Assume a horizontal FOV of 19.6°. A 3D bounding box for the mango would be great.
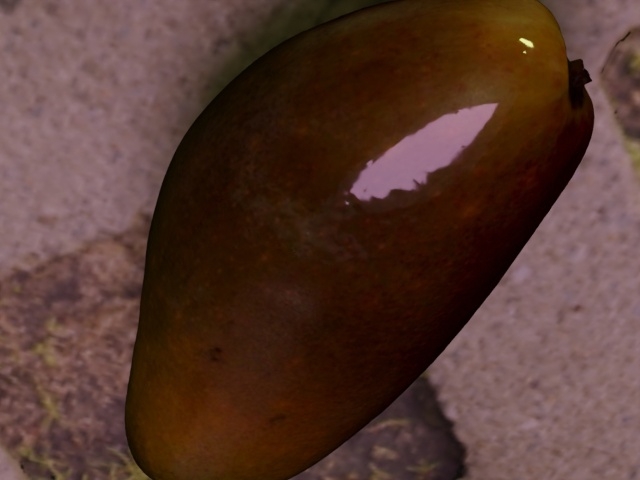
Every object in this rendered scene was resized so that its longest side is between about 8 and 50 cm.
[{"bbox_3d":[0.000,0.000,0.717,0.133,0.111,0.267,14,131,-29],"label":"mango"}]
